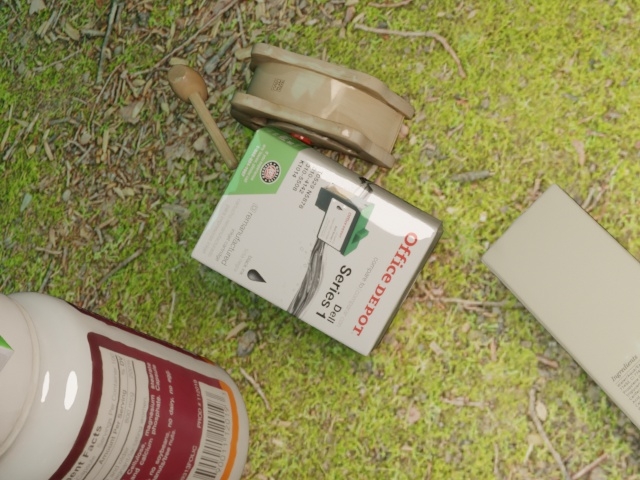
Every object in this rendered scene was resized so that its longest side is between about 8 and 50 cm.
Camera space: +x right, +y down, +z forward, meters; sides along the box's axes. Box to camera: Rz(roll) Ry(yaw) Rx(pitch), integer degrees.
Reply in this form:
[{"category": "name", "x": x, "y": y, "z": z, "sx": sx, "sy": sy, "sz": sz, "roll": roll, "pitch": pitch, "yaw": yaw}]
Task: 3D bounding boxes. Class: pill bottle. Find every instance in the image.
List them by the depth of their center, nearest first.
[{"category": "pill bottle", "x": -0.273, "y": 0.184, "z": 1.384, "sx": 0.224, "sy": 0.392, "sz": 0.224, "roll": -14, "pitch": 64, "yaw": 30}]

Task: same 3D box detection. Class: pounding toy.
[{"category": "pounding toy", "x": -0.041, "y": -0.129, "z": 1.519, "sx": 0.269, "sy": 0.154, "sz": 0.155, "roll": 19, "pitch": 83, "yaw": 19}]

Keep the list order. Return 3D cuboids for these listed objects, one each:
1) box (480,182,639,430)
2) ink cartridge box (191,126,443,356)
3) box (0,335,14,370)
[{"category": "box", "x": 0.284, "y": 0.078, "z": 1.235, "sx": 0.113, "sy": 0.094, "sz": 0.275, "roll": -46, "pitch": 53, "yaw": 10}, {"category": "ink cartridge box", "x": 0.000, "y": 0.000, "z": 1.388, "sx": 0.219, "sy": 0.092, "sz": 0.160, "roll": 29, "pitch": 98, "yaw": 6}, {"category": "box", "x": -0.449, "y": 0.111, "z": 1.202, "sx": 0.262, "sy": 0.126, "sz": 0.231, "roll": 37, "pitch": 95, "yaw": 38}]
